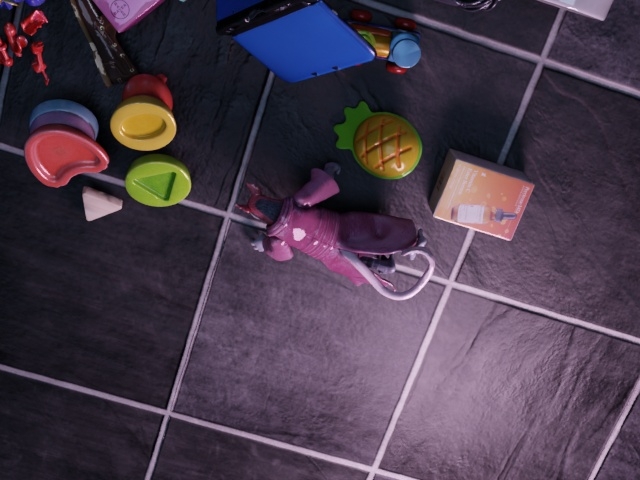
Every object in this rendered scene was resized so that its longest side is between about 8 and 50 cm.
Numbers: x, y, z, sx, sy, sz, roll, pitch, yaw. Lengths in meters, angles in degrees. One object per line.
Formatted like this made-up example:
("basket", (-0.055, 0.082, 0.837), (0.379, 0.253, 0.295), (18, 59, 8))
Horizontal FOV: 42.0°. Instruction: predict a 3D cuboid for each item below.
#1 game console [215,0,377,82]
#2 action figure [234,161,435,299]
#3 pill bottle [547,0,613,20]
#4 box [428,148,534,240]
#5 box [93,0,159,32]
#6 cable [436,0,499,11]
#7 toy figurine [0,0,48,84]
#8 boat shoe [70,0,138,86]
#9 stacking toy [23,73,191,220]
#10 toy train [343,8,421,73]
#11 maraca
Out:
("game console", (-0.048, -0.435, 1.497), (0.173, 0.293, 0.250), (-1, 90, -37))
("action figure", (0.000, 0.000, 1.642), (0.370, 0.275, 0.248), (20, 115, -22))
("pill bottle", (0.487, -0.587, 1.457), (0.204, 0.204, 0.361), (17, 108, -6))
("box", (0.324, -0.094, 1.692), (0.170, 0.091, 0.130), (17, 109, -6))
("box", (-0.353, -0.544, 1.512), (0.213, 0.117, 0.243), (-34, 106, 11))
("cable", (0.277, -0.507, 1.549), (0.184, 0.047, 0.150), (20, 96, 19))
("toy figurine", (-0.577, -0.470, 1.541), (0.363, 0.217, 0.191), (25, 149, 23))
("boat shoe", (-0.414, -0.400, 1.590), (0.073, 0.073, 0.207), (-20, 116, 2))
("stacking toy", (-0.406, -0.191, 1.660), (0.309, 0.130, 0.279), (-12, 141, 8))
("toy train", (0.067, -0.375, 1.561), (0.248, 0.143, 0.105), (9, 109, -4))
("maraca", (0.113, -0.198, 1.654), (0.186, 0.099, 0.127), (33, 97, 14))
